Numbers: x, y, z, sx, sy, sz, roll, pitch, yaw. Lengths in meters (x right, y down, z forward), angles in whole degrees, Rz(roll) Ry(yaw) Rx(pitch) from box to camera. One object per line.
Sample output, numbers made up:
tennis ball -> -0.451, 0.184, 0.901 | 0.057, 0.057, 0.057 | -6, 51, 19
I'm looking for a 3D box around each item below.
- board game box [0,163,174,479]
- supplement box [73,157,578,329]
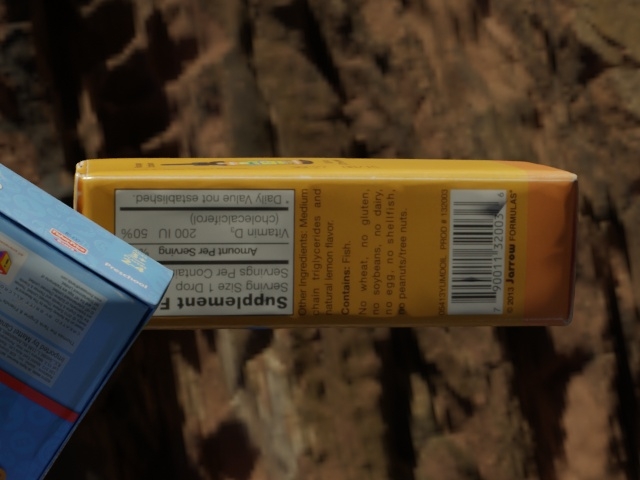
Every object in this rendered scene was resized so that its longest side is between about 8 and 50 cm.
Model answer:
board game box -> -0.170, 0.056, 0.480 | 0.211, 0.160, 0.039 | -56, 5, 16
supplement box -> 0.000, 0.000, 0.705 | 0.078, 0.233, 0.080 | -139, 52, -79
